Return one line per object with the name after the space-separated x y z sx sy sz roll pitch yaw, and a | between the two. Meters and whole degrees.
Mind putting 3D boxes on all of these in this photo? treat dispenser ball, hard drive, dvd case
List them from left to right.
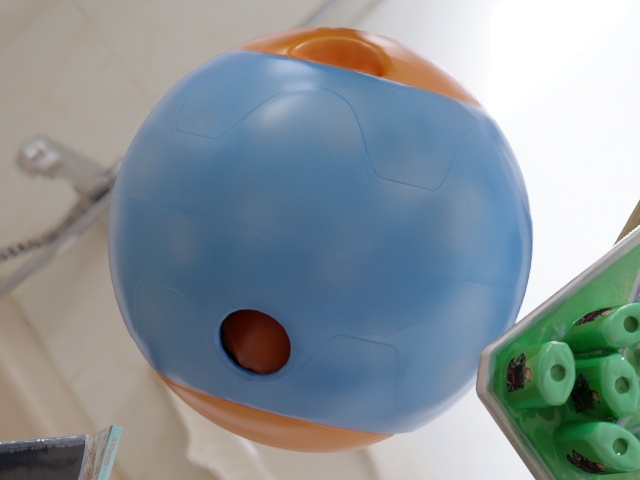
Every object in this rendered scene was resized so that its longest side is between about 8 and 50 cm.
-0.319 0.230 1.259 0.172 0.254 0.054 1 65 -42 | hard drive
-0.212 0.218 1.369 0.013 0.087 0.119 21 -20 -18 | dvd case
0.000 0.000 1.013 0.288 0.288 0.288 48 6 -6 | treat dispenser ball

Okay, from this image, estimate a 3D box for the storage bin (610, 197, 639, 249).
0.381 0.028 1.528 0.123 0.260 0.262 31 9 19 | storage bin

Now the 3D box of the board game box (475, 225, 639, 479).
0.329 0.106 0.715 0.390 0.390 0.050 55 -19 -2 | board game box
